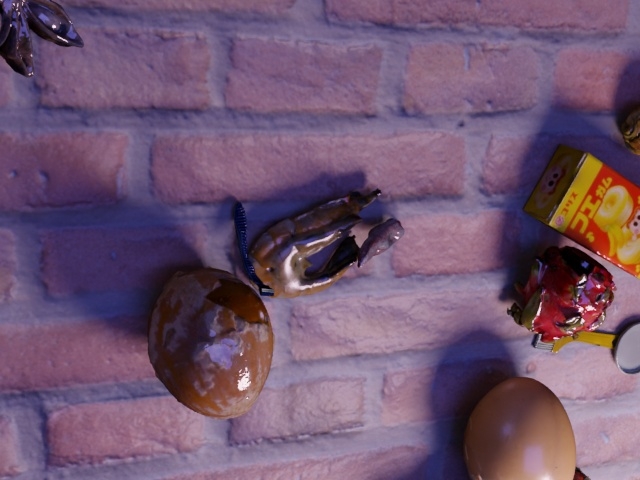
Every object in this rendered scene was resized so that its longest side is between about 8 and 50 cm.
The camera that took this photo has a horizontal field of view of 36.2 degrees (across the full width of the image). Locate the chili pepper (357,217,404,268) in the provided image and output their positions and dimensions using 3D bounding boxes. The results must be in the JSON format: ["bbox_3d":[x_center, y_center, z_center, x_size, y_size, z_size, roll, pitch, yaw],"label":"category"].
[{"bbox_3d":[0.094,0.001,1.589,0.153,0.041,0.050,-34,125,-45],"label":"chili pepper"}]

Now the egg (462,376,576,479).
[{"bbox_3d":[0.355,0.362,1.747,0.201,0.201,0.244,0,102,-22],"label":"egg"}]

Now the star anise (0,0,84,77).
[{"bbox_3d":[-0.421,-0.333,1.281,0.223,0.109,0.236,10,87,-47],"label":"star anise"}]

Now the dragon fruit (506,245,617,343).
[{"bbox_3d":[0.416,0.097,1.716,0.166,0.160,0.172,30,105,-8],"label":"dragon fruit"}]

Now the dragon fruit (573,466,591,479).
[{"bbox_3d":[0.474,0.547,1.885,0.135,0.137,0.236,-4,106,-5],"label":"dragon fruit"}]

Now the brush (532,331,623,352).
[{"bbox_3d":[0.496,0.181,1.855,0.205,0.011,0.083,12,99,-25],"label":"brush"}]

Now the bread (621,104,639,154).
[{"bbox_3d":[0.660,-0.215,1.762,0.269,0.098,0.087,-12,67,-19],"label":"bread"}]

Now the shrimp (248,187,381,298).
[{"bbox_3d":[0.003,0.015,1.581,0.254,0.059,0.145,-24,116,-13],"label":"shrimp"}]

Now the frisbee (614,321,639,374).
[{"bbox_3d":[0.613,0.209,1.904,0.110,0.014,0.110,-8,109,-24],"label":"frisbee"}]

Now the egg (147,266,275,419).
[{"bbox_3d":[-0.163,0.154,1.475,0.195,0.195,0.233,-15,80,-17],"label":"egg"}]

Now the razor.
[{"bbox_3d":[-0.112,0.016,1.519,0.028,0.044,0.155,-22,79,21],"label":"razor"}]

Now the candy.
[{"bbox_3d":[0.511,-0.045,1.751,0.276,0.088,0.146,25,96,-27],"label":"candy"}]
